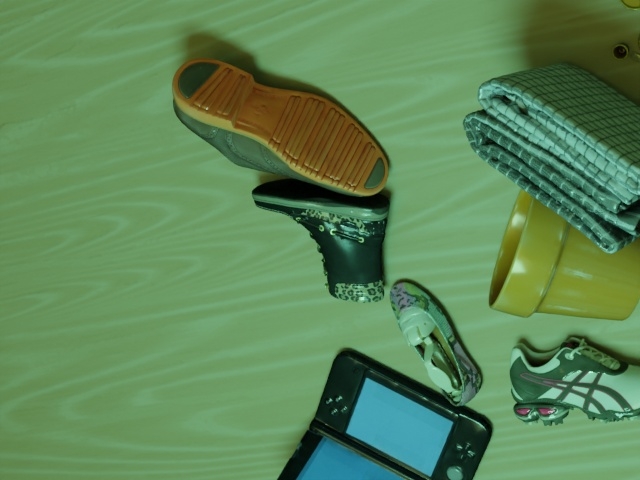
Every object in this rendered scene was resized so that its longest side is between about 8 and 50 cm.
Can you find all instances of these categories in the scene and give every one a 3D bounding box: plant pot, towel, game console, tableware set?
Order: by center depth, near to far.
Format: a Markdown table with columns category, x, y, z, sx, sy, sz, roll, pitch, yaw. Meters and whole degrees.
| category | x | y | z | sx | sy | sz | roll | pitch | yaw |
| --- | --- | --- | --- | --- | --- | --- | --- | --- | --- |
| towel | 0.354 | -0.115 | 1.589 | 0.283 | 0.235 | 0.121 | 40 | 122 | 25 |
| tableware set | 0.439 | -0.307 | 1.620 | 0.104 | 0.024 | 0.154 | 29 | 122 | 13 |
| plant pot | 0.359 | 0.026 | 1.718 | 0.187 | 0.205 | 0.205 | 17 | 119 | 2 |
| game console | 0.096 | 0.369 | 2.002 | 0.293 | 0.173 | 0.250 | 26 | 121 | 14 |

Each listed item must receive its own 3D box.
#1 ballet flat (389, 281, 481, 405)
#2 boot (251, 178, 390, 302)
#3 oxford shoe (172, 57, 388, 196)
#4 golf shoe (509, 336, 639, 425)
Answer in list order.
| category | x | y | z | sx | sy | sz | roll | pitch | yaw |
| --- | --- | --- | --- | --- | --- | --- | --- | --- | --- |
| ballet flat | 0.177 | 0.168 | 1.928 | 0.077 | 0.079 | 0.222 | -31 | 96 | 34 |
| boot | 0.000 | 0.001 | 1.941 | 0.236 | 0.085 | 0.179 | 10 | 119 | 24 |
| oxford shoe | -0.063 | -0.161 | 1.902 | 0.363 | 0.130 | 0.133 | 29 | 154 | 5 |
| golf shoe | 0.409 | 0.207 | 1.819 | 0.272 | 0.105 | 0.120 | -9 | 100 | 29 |
